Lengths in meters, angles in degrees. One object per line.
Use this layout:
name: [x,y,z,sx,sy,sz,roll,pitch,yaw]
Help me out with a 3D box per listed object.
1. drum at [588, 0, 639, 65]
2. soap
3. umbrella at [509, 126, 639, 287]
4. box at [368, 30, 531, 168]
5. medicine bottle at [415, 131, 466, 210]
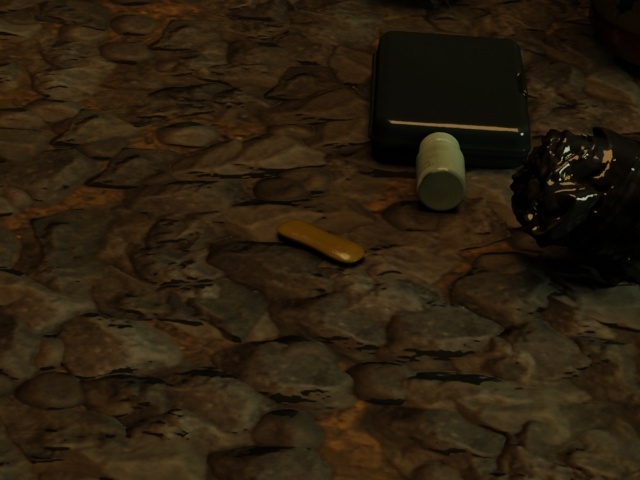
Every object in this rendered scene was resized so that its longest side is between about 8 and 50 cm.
drum: [0.496,-0.352,1.973,0.431,0.214,0.431,-8,26,4]
soap: [0.000,0.000,1.596,0.089,0.012,0.034,24,35,30]
umbrella: [0.332,-0.016,1.575,0.337,0.154,0.128,11,66,-21]
box: [0.131,-0.147,1.825,0.160,0.050,0.230,4,30,1]
medicine bottle: [0.113,-0.066,1.688,0.047,0.047,0.083,4,29,0]
